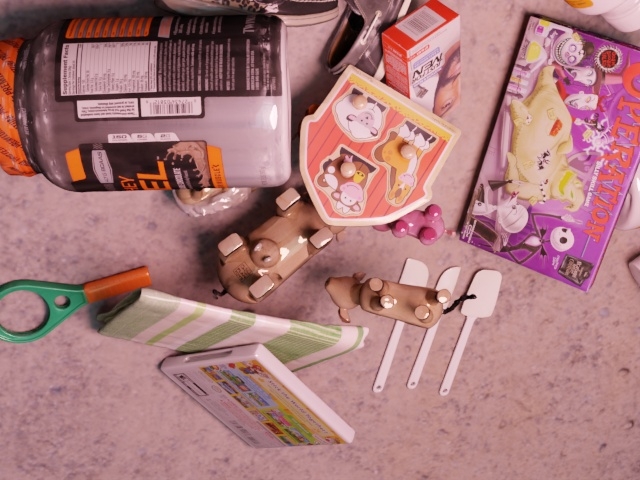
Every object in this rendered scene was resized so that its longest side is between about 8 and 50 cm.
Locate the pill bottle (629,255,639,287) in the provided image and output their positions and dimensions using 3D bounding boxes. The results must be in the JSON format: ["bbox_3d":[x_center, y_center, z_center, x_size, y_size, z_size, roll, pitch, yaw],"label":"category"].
[{"bbox_3d":[0.609,0.014,1.640,0.221,0.124,0.124,-34,121,1],"label":"pill bottle"}]

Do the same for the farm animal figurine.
[{"bbox_3d":[0.000,0.000,1.400,0.327,0.172,0.330,-21,83,-4],"label":"farm animal figurine"}]

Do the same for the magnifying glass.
[{"bbox_3d":[-0.350,0.080,1.438,0.231,0.026,0.092,-15,119,-7],"label":"magnifying glass"}]

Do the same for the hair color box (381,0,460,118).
[{"bbox_3d":[0.136,-0.224,1.365,0.093,0.053,0.167,-37,149,-17],"label":"hair color box"}]

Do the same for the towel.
[{"bbox_3d":[-0.126,0.124,1.430,0.325,0.248,0.038,14,70,-23],"label":"towel"}]

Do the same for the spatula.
[{"bbox_3d":[0.180,0.145,1.635,0.168,0.019,0.242,7,114,-21],"label":"spatula"}]

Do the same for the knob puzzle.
[{"bbox_3d":[0.059,-0.103,1.312,0.213,0.030,0.213,0,83,-2],"label":"knob puzzle"}]

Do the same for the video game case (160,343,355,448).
[{"bbox_3d":[-0.092,0.234,1.517,0.206,0.026,0.227,-13,131,41],"label":"video game case"}]

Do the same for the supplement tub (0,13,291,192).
[{"bbox_3d":[-0.205,-0.162,1.230,0.338,0.207,0.207,-1,117,0],"label":"supplement tub"}]

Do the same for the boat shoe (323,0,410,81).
[{"bbox_3d":[0.070,-0.315,1.330,0.079,0.084,0.233,9,116,-22],"label":"boat shoe"}]

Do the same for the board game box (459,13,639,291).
[{"bbox_3d":[0.342,-0.121,1.462,0.208,0.056,0.346,21,113,16],"label":"board game box"}]

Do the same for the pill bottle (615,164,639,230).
[{"bbox_3d":[0.552,-0.114,1.541,0.272,0.152,0.152,-12,119,-11],"label":"pill bottle"}]

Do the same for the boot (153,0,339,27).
[{"bbox_3d":[-0.080,-0.358,1.263,0.236,0.085,0.178,0,113,-19],"label":"boot"}]

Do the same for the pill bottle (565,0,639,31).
[{"bbox_3d":[0.348,-0.383,1.351,0.246,0.136,0.136,32,103,-28],"label":"pill bottle"}]
